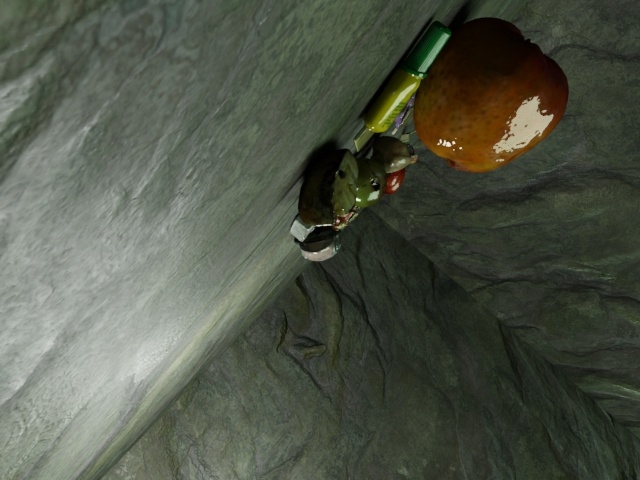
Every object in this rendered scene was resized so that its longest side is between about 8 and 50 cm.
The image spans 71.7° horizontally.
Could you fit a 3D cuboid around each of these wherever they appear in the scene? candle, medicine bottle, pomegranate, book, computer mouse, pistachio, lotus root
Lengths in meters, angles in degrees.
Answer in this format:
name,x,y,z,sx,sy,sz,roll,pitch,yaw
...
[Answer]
name,x,y,z,sx,sy,sz,roll,pitch,yaw
candle,-0.040,-0.073,1.580,0.192,0.068,0.168,-52,178,19
medicine bottle,0.222,-0.415,1.151,0.309,0.076,0.111,-51,177,36
pomegranate,0.138,-0.210,1.634,0.211,0.179,0.179,-11,-157,41
book,0.171,-0.370,1.441,0.168,0.013,0.192,-49,176,5
computer mouse,0.001,0.007,1.878,0.200,0.114,0.389,-7,-165,8
pistachio,0.261,-0.330,1.704,0.238,0.153,0.137,-132,-119,-67
book,0.398,-0.560,2.004,0.199,0.016,0.138,-43,173,-47
lotus root,0.015,-0.143,1.202,0.314,0.142,0.209,-7,101,-77

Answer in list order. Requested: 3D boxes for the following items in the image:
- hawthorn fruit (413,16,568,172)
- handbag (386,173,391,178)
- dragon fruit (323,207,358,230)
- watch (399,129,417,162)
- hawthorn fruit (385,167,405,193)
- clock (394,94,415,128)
name,x,y,z,sx,sy,sz,roll,pitch,yaw
hawthorn fruit,0.520,-0.446,1.425,0.471,0.472,0.472,-48,176,-5
handbag,0.185,-0.248,1.846,0.254,0.088,0.211,-13,-157,46
dragon fruit,0.089,-0.123,1.757,0.236,0.135,0.137,-18,-162,36
watch,0.478,-0.497,2.379,0.102,0.164,0.268,-12,-175,-1
hawthorn fruit,0.384,-0.375,2.445,0.251,0.190,0.189,-58,173,18
clock,0.253,-0.424,1.396,0.110,0.050,0.153,-62,174,-2
